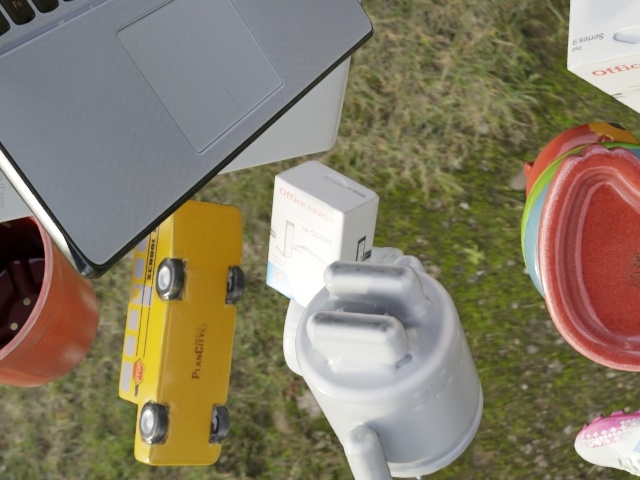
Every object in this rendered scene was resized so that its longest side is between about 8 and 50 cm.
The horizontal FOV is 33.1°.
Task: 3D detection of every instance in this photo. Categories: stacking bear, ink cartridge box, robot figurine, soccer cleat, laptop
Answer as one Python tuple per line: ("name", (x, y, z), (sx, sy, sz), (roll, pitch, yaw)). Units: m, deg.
("stacking bear", (0.244, -0.020, 0.910), (0.176, 0.289, 0.164), (15, 108, -2))
("ink cartridge box", (0.495, -0.256, 1.440), (0.211, 0.289, 0.121), (-7, 73, 43))
("ink cartridge box", (0.000, 0.000, 1.661), (0.148, 0.086, 0.203), (30, 130, 33))
("robot figurine", (0.091, 0.167, 1.347), (0.200, 0.353, 0.299), (7, 57, 24))
("soccer cleat", (0.539, 0.340, 1.712), (0.331, 0.116, 0.143), (-25, 47, 47))
("laptop", (-0.065, -0.269, 0.545), (0.236, 0.382, 0.407), (-26, 104, 34))

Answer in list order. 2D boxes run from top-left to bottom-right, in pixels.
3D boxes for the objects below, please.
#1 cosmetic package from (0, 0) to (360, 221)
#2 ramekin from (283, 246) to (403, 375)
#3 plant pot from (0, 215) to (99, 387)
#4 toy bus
("cosmetic package", (-0.221, -0.151, 0.860), (0.230, 0.453, 0.161), (46, 139, 40))
("ramekin", (0.042, 0.132, 1.912), (0.135, 0.277, 0.277), (15, 97, 18))
("plant pot", (-0.438, 0.080, 1.454), (0.273, 0.265, 0.272), (-3, 72, 9))
("toy bus", (-0.181, 0.113, 1.383), (0.130, 0.108, 0.332), (4, 87, 53))
